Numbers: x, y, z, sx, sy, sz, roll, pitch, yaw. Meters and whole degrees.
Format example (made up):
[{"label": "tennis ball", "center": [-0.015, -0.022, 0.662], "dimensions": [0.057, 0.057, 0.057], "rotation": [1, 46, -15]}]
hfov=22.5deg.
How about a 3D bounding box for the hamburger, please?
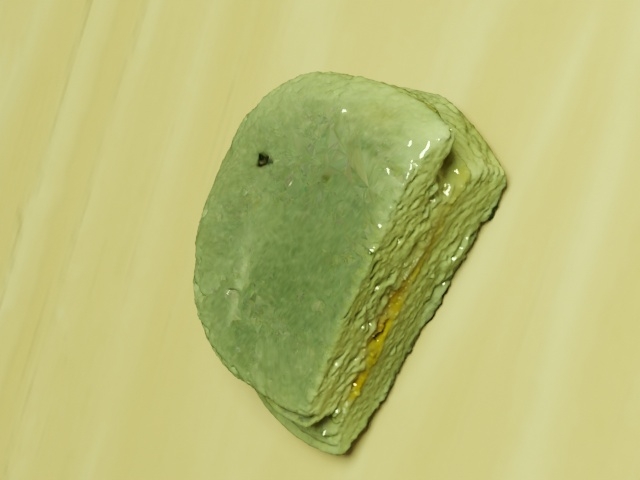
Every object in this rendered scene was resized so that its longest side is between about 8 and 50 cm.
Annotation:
[{"label": "hamburger", "center": [-0.003, 0.000, 0.508], "dimensions": [0.084, 0.054, 0.121], "rotation": [35, 113, 33]}]
